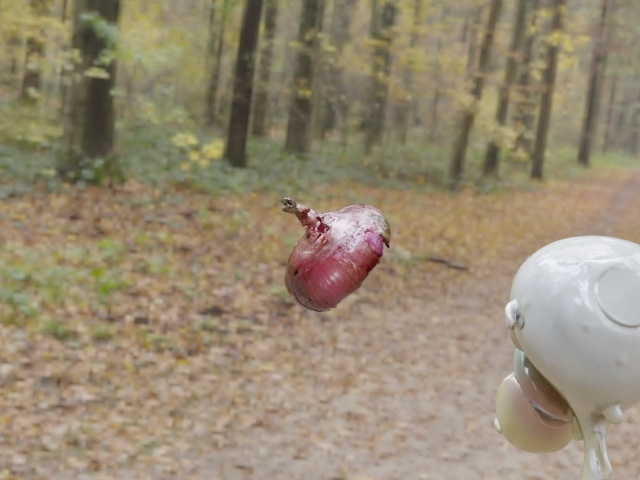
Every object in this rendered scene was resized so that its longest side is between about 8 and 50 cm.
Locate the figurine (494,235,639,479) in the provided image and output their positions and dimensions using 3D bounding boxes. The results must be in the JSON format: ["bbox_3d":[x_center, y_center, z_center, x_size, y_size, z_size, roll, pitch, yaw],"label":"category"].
[{"bbox_3d":[0.292,0.174,1.476,0.226,0.275,0.394,6,-29,-7],"label":"figurine"}]

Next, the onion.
[{"bbox_3d":[0.000,0.000,1.446,0.140,0.150,0.150,39,-3,-16],"label":"onion"}]
